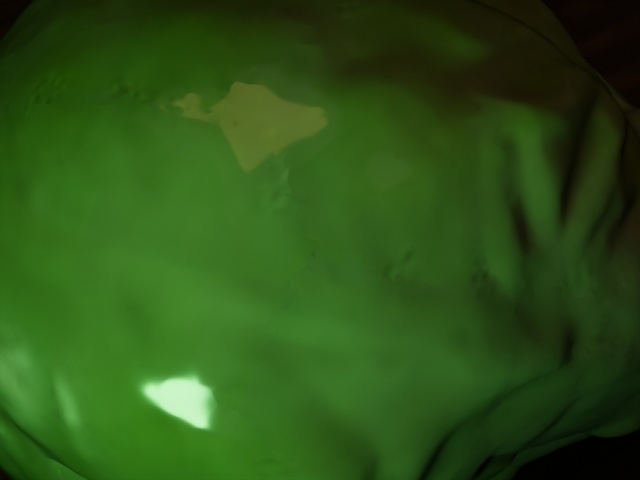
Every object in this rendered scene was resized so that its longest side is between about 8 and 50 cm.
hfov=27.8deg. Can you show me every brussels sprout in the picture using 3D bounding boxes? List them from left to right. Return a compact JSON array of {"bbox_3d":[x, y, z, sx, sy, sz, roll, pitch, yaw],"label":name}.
[{"bbox_3d":[-0.011,0.002,0.502,0.317,0.242,0.274,24,31,26],"label":"brussels sprout"}]
